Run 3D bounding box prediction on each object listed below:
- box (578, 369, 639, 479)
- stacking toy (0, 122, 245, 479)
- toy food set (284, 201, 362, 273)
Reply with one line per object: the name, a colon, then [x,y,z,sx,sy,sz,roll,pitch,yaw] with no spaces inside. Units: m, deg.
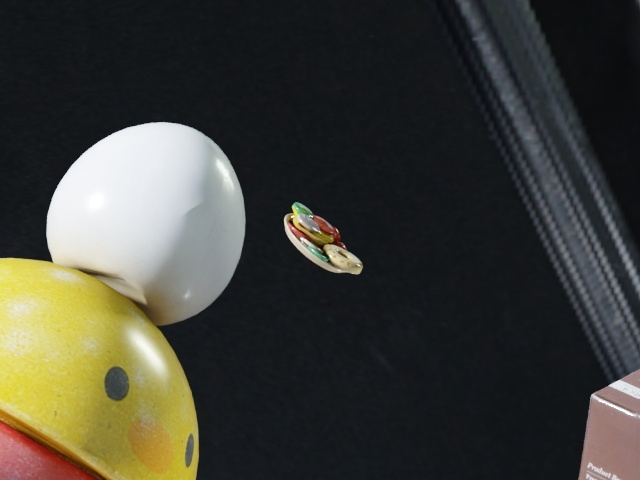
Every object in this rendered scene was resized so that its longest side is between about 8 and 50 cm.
box: [0.417,0.367,1.618,0.143,0.191,0.381,-20,-57,-40]
stacking toy: [-0.184,0.126,0.719,0.350,0.350,0.480,38,-114,-27]
toy food set: [0.000,0.000,1.239,0.082,0.083,0.020,29,-69,-26]
